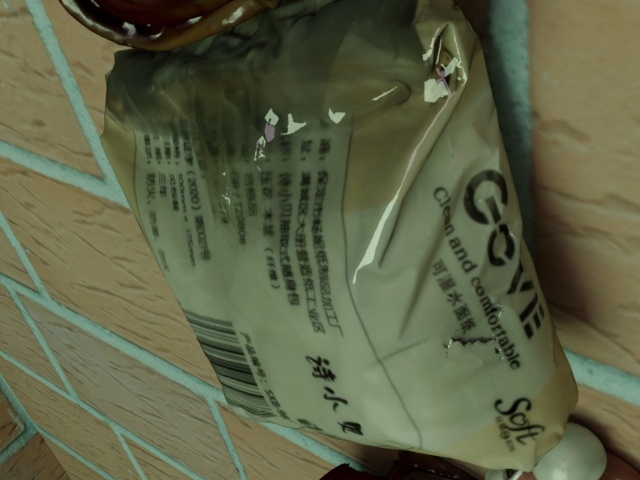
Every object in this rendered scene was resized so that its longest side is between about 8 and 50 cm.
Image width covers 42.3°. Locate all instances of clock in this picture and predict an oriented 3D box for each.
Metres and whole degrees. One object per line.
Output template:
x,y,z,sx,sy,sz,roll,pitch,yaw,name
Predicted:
0.240,0.256,0.785,0.162,0.092,0.166,42,149,9,clock

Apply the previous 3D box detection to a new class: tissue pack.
0.000,0.000,0.663,0.390,0.195,0.376,4,127,46,tissue pack

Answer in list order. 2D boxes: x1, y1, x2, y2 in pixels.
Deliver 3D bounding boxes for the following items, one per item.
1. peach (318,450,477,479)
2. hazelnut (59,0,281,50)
0.113,0.459,0.963,0.405,0.310,0.335,33,150,17,peach
-0.093,-0.223,0.529,0.170,0.161,0.201,15,157,-16,hazelnut
